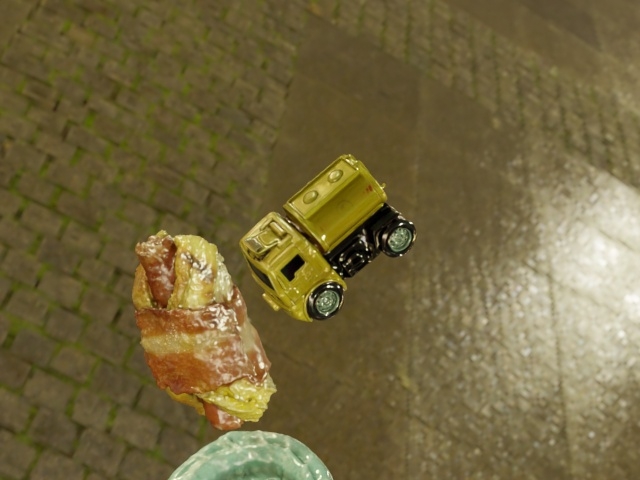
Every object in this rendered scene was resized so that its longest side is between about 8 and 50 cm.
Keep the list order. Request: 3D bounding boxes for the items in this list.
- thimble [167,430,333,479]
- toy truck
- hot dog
[{"bbox_3d":[-0.068,0.325,1.309,0.198,0.143,0.235,-7,42,5],"label":"thimble"},{"bbox_3d":[0.000,0.000,0.655,0.054,0.083,0.049,54,-7,-38],"label":"toy truck"},{"bbox_3d":[-0.125,0.092,1.240,0.103,0.146,0.213,-33,104,-30],"label":"hot dog"}]
